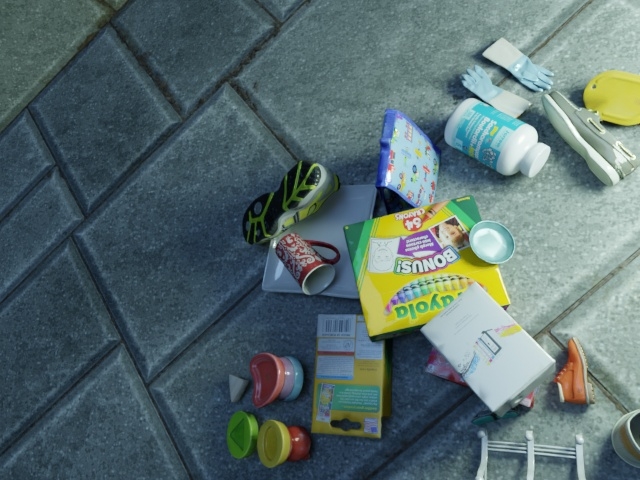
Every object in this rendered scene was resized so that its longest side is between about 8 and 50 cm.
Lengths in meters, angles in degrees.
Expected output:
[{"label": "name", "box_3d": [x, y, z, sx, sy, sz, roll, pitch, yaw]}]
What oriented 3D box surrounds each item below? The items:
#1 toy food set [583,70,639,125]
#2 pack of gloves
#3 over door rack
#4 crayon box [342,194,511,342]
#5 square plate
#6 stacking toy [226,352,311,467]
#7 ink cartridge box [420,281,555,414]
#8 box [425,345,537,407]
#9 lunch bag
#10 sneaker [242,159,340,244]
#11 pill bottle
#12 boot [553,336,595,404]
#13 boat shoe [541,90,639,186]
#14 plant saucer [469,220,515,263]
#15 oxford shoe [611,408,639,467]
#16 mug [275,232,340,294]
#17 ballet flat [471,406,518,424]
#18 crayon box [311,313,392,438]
[{"label": "toy food set", "box_3d": [0.806, -0.363, 1.442, 0.218, 0.071, 0.128, 28, 110, 31]}, {"label": "pack of gloves", "box_3d": [0.543, -0.463, 1.616, 0.195, 0.046, 0.232, -40, 64, -5]}, {"label": "over door rack", "box_3d": [0.477, 0.599, 1.246, 0.240, 0.108, 0.323, -4, 72, 25]}, {"label": "crayon box", "box_3d": [0.271, 0.074, 1.467, 0.363, 0.106, 0.312, -14, 66, 3]}, {"label": "square plate", "box_3d": [0.000, 0.000, 1.689, 0.344, 0.049, 0.346, 1, 74, 30]}, {"label": "stacking toy", "box_3d": [-0.143, 0.492, 1.599, 0.280, 0.131, 0.308, -27, 58, 44]}, {"label": "ink cartridge box", "box_3d": [0.376, 0.245, 1.231, 0.168, 0.171, 0.232, -42, 60, 4]}, {"label": "box", "box_3d": [0.406, 0.310, 1.365, 0.257, 0.123, 0.128, 14, 79, 28]}, {"label": "lunch bag", "box_3d": [0.225, -0.207, 1.522, 0.138, 0.293, 0.220, 4, 75, 26]}, {"label": "sneaker", "box_3d": [-0.093, -0.090, 1.671, 0.385, 0.147, 0.145, -32, 61, 37]}, {"label": "pill bottle", "box_3d": [0.483, -0.274, 1.509, 0.264, 0.146, 0.146, 37, 91, 30]}, {"label": "boot", "box_3d": [0.596, 0.310, 1.317, 0.085, 0.059, 0.157, -11, 70, 27]}, {"label": "boat shoe", "box_3d": [0.696, -0.281, 1.439, 0.091, 0.109, 0.304, -35, 68, 10]}, {"label": "plant saucer", "box_3d": [0.433, 0.007, 1.406, 0.120, 0.021, 0.119, 3, 65, -5]}, {"label": "oxford shoe", "box_3d": [0.836, 0.355, 1.150, 0.450, 0.130, 0.169, -29, 62, 12]}, {"label": "mug", "box_3d": [-0.036, 0.060, 1.616, 0.169, 0.150, 0.113, 45, 134, 37]}, {"label": "ballet flat", "box_3d": [0.429, 0.427, 1.370, 0.115, 0.041, 0.041, -19, 66, 18]}, {"label": "crayon box", "box_3d": [0.089, 0.366, 1.517, 0.203, 0.083, 0.322, -4, 71, 24]}]
